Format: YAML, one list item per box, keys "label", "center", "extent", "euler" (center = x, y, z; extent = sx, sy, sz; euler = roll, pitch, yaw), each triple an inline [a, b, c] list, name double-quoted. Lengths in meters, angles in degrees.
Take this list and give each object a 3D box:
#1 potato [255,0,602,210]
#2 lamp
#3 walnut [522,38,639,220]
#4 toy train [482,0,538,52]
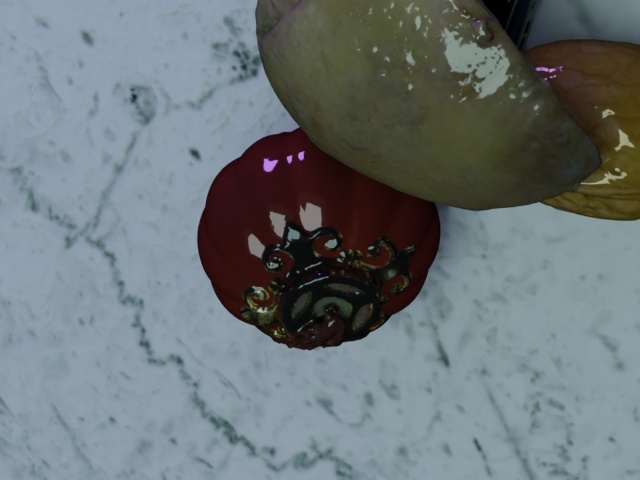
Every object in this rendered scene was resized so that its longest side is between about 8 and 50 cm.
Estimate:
- label: "potato"
  center: [0.065, -0.127, 1.479]
  extent: [0.189, 0.211, 0.264]
  euler: [-38, 59, 7]
- label: "lamp"
  center: [0.000, 0.000, 1.682]
  extent: [0.227, 0.227, 0.227]
  euler: [8, 111, 21]
- label: "walnut"
  center: [0.241, -0.096, 1.580]
  extent: [0.207, 0.159, 0.159]
  euler: [12, 113, 20]
- label: "toy train"
  center: [0.162, -0.209, 1.602]
  extent: [0.052, 0.051, 0.234]
  euler: [31, 130, 21]
